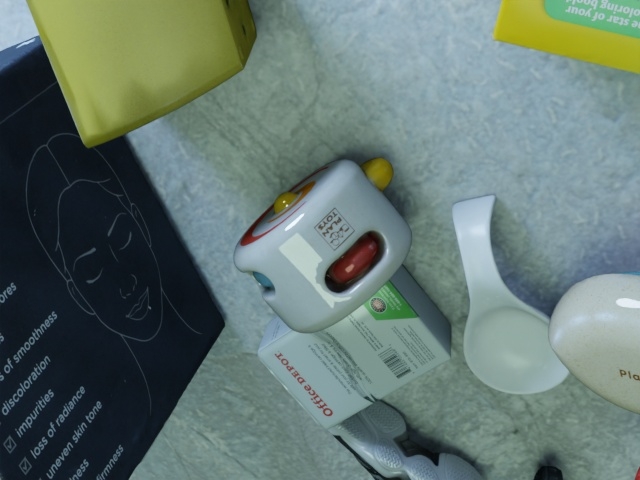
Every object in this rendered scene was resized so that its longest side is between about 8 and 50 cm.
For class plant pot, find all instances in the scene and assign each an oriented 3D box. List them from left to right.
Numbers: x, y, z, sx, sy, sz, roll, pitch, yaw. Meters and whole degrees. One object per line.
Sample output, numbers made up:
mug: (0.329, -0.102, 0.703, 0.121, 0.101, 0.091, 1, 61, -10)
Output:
plant pot: (-0.184, -0.253, 1.078, 0.187, 0.212, 0.212, -12, 116, 10)

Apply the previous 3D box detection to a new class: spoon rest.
spoon rest: (0.225, 0.084, 1.211, 0.137, 0.084, 0.276, -13, 114, 24)

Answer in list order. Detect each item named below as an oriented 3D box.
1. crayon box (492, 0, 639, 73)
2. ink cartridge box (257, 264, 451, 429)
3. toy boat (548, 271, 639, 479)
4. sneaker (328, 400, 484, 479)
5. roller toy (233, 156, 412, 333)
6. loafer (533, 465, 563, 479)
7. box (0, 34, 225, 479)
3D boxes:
crayon box: (0.379, -0.306, 0.917, 0.363, 0.106, 0.313, 16, 124, 9)
ink cartridge box: (0.045, 0.130, 1.276, 0.208, 0.087, 0.153, -33, 106, 21)
toy boat: (0.406, 0.159, 1.140, 0.267, 0.148, 0.318, 15, 136, 38)
sneaker: (0.093, 0.336, 1.392, 0.269, 0.101, 0.153, 33, 126, -1)
roller toy: (0.000, 0.000, 1.167, 0.209, 0.191, 0.146, -33, 105, 31)
loafer: (0.334, 0.402, 1.374, 0.078, 0.076, 0.223, 0, 124, 12)
box: (-0.410, 0.071, 1.166, 0.297, 0.480, 0.471, -13, 115, 25)
